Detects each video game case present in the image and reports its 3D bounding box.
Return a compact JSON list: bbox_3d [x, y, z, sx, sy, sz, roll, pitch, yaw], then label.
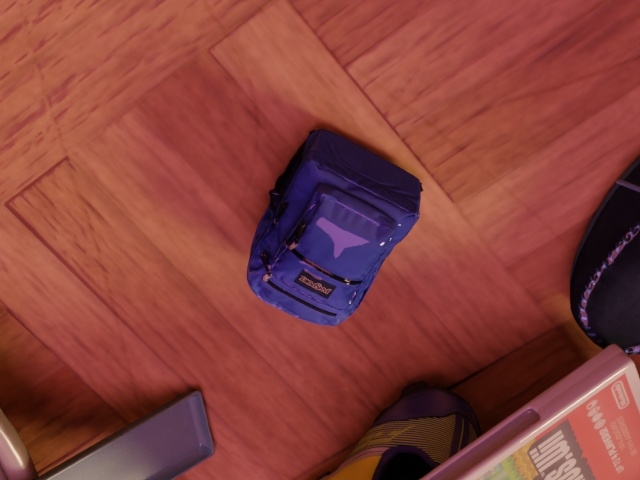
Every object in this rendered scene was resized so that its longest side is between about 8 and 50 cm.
[{"bbox_3d":[0.131,0.215,0.913,0.285,0.025,0.204,-35,136,-2],"label":"video game case"}]

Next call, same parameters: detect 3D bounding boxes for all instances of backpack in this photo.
[{"bbox_3d":[0.000,0.000,0.853,0.098,0.101,0.120,30,121,-6],"label":"backpack"}]

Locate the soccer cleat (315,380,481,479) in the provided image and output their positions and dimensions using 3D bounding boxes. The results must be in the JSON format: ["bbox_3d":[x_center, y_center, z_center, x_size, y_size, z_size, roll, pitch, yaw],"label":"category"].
[{"bbox_3d":[0.027,0.236,0.972,0.093,0.121,0.289,29,117,-12],"label":"soccer cleat"}]

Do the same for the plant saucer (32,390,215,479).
[{"bbox_3d":[-0.169,0.184,0.949,0.192,0.018,0.067,-28,124,-29],"label":"plant saucer"}]

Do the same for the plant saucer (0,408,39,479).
[{"bbox_3d":[-0.409,0.187,0.985,0.400,0.100,0.400,2,119,3],"label":"plant saucer"}]

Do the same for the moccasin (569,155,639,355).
[{"bbox_3d":[0.295,-0.038,0.800,0.137,0.117,0.342,34,117,-15],"label":"moccasin"}]
